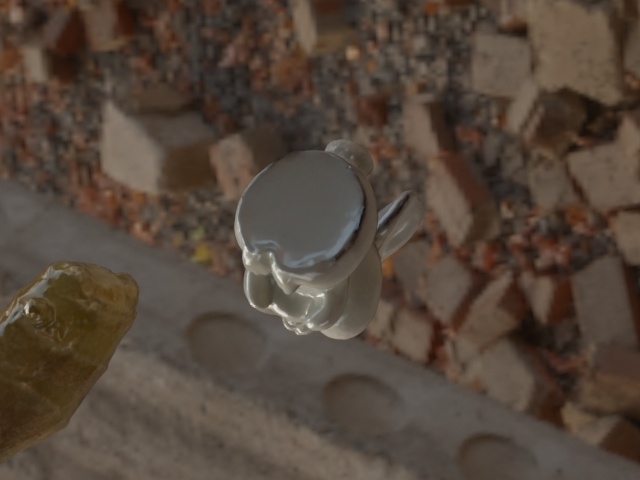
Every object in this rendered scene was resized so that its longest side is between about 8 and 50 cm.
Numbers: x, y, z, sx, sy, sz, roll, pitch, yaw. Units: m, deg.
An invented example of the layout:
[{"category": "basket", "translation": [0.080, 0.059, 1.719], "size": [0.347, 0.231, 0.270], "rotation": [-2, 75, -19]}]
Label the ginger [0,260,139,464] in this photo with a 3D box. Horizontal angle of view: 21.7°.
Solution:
[{"category": "ginger", "translation": [-0.325, 0.154, 1.683], "size": [0.126, 0.354, 0.190], "rotation": [48, 166, 23]}]

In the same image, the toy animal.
[{"category": "toy animal", "translation": [0.004, -0.006, 1.515], "size": [0.127, 0.193, 0.179], "rotation": [21, 81, 20]}]
